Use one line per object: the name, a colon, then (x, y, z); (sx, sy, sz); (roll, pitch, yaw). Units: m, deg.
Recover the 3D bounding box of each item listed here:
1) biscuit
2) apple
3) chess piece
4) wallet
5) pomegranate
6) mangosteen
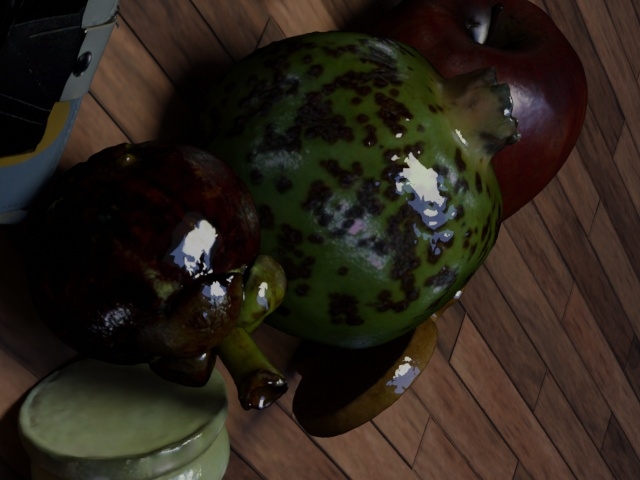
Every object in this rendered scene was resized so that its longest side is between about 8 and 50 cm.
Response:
biscuit: (0.046, 0.083, 1.268); (0.039, 0.180, 0.236); (51, 30, -17)
apple: (0.126, -0.116, 1.340); (0.234, 0.234, 0.234); (-15, 108, -57)
chess piece: (-0.127, 0.219, 1.061); (0.144, 0.144, 0.251); (-40, 134, -49)
wallet: (-0.177, -0.116, 0.891); (0.231, 0.069, 0.170); (-60, 161, 15)
pomegranate: (0.032, -0.047, 1.144); (0.254, 0.270, 0.254); (55, 21, -33)
mangosteen: (-0.108, 0.020, 1.002); (0.184, 0.172, 0.172); (49, 53, -32)
